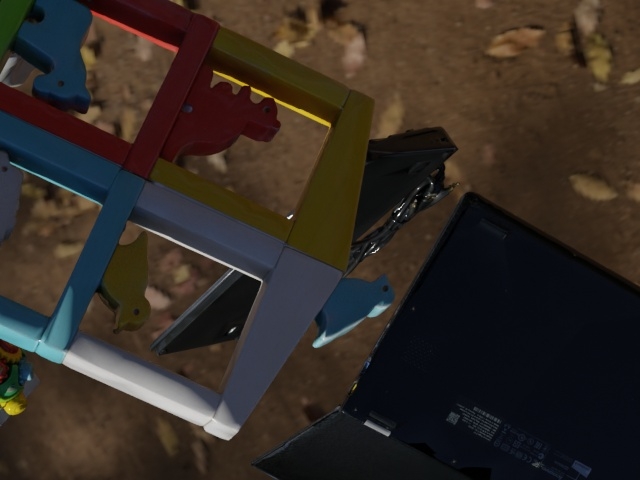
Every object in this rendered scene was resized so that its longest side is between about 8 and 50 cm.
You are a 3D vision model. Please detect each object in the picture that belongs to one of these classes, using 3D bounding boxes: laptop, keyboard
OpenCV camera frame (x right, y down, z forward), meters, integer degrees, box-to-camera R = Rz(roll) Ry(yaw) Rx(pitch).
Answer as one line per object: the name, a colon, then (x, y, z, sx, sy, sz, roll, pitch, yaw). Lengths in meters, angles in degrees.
laptop: (0.194, 0.195, 1.671, 0.382, 0.236, 0.408, 29, 95, -12)
keyboard: (0.000, 0.000, 1.302, 0.317, 0.201, 0.033, -41, 69, 36)

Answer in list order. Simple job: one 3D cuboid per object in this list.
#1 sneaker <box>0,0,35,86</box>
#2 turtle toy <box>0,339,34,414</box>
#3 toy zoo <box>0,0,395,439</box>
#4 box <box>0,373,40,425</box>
sneaker: (-0.328, -0.240, 1.640, 0.106, 0.290, 0.123, 40, 128, -3)
turtle toy: (-0.339, 0.122, 1.514, 0.066, 0.130, 0.095, -48, 63, 20)
toy zoo: (-0.098, -0.030, 0.747, 0.293, 0.192, 0.030, 25, 158, -7)
box: (-0.438, 0.172, 1.768, 0.170, 0.130, 0.091, 0, 131, 43)
